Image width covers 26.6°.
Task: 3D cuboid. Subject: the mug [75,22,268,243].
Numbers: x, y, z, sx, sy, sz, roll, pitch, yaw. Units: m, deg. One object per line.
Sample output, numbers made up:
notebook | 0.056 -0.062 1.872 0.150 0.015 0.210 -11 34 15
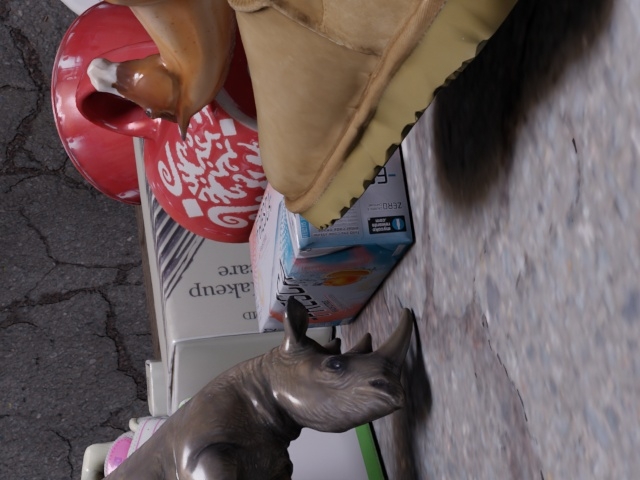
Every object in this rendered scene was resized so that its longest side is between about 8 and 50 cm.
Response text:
mug | -0.053 -0.068 0.763 0.169 0.150 0.113 134 121 -71

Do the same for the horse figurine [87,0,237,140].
horse figurine | -0.076 -0.188 0.600 0.263 0.174 0.066 -62 19 13

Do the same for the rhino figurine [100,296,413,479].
rhino figurine | -0.046 0.116 0.667 0.073 0.243 0.106 43 -175 -41

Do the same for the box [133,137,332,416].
box | -0.071 -0.014 0.971 0.094 0.113 0.275 99 162 -49

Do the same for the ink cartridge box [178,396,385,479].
ink cartridge box | -0.022 0.252 0.809 0.198 0.114 0.273 -106 16 -47

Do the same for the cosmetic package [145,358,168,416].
cosmetic package | -0.071 0.106 1.014 0.060 0.115 0.041 165 102 -78

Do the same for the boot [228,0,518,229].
boot | -0.065 -0.135 0.482 0.089 0.269 0.236 -57 2 -26

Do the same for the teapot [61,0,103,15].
teapot | -0.208 -0.363 1.400 0.256 0.187 0.252 31 150 46

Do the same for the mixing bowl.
mixing bowl | -0.124 -0.123 1.143 0.098 0.181 0.181 -4 91 42

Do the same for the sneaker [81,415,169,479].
sneaker | -0.098 0.181 1.001 0.252 0.111 0.103 -26 48 46

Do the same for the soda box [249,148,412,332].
soda box | 0.000 0.000 0.731 0.183 0.058 0.063 115 148 -72
